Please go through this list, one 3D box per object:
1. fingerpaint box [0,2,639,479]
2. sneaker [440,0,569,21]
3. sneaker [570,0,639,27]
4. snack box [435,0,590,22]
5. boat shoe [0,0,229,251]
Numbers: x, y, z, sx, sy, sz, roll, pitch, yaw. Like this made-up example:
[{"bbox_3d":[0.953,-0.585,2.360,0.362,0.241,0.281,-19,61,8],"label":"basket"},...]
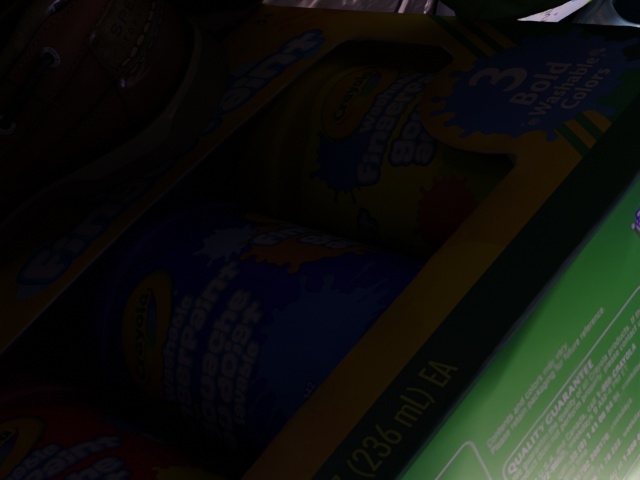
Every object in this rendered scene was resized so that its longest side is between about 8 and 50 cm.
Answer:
[{"bbox_3d":[-0.028,0.062,0.582,0.371,0.163,0.445,17,-125,47],"label":"fingerpaint box"},{"bbox_3d":[0.179,-0.278,0.470,0.202,0.185,0.483,-22,161,-39],"label":"sneaker"},{"bbox_3d":[0.319,-0.224,1.220,0.366,0.135,0.150,-49,155,21],"label":"sneaker"},{"bbox_3d":[0.205,-0.249,0.926,0.207,0.070,0.174,-31,168,-5],"label":"snack box"},{"bbox_3d":[-0.195,-0.057,0.584,0.307,0.110,0.104,-29,135,27],"label":"boat shoe"}]
